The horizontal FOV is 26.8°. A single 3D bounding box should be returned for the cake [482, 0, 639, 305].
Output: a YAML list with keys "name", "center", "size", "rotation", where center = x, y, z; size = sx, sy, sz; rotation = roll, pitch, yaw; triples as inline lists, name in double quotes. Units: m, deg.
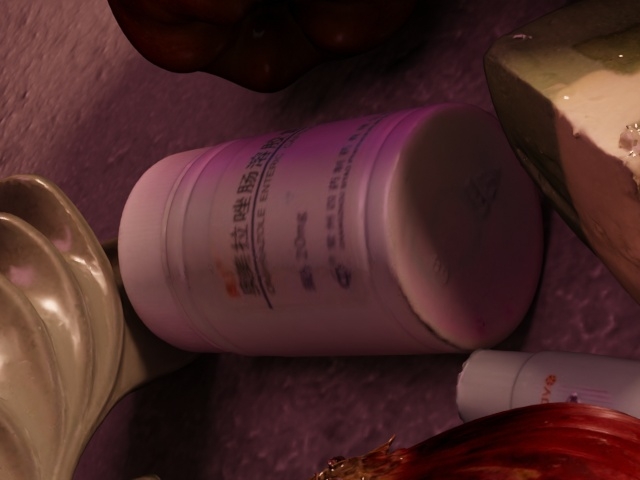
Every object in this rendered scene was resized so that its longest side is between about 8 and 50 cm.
- name: "cake"
  center: [0.227, -0.102, 0.695]
  size: [0.283, 0.172, 0.158]
  rotation: [-47, 42, 11]

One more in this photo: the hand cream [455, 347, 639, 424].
- name: "hand cream"
  center: [0.213, 0.097, 0.670]
  size: [0.331, 0.058, 0.085]
  rotation: [5, 74, 43]

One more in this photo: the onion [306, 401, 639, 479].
- name: "onion"
  center: [0.091, 0.210, 0.617]
  size: [0.273, 0.285, 0.273]
  rotation: [-38, -2, -2]

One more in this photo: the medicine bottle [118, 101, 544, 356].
- name: "medicine bottle"
  center: [0.000, 0.000, 0.876]
  size: [0.254, 0.152, 0.152]
  rotation: [-5, 62, 44]

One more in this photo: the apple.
- name: "apple"
  center: [-0.048, -0.283, 1.012]
  size: [0.288, 0.288, 0.317]
  rotation: [-17, 67, 39]

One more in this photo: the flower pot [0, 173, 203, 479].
- name: "flower pot"
  center: [-0.199, 0.134, 0.918]
  size: [0.164, 0.254, 0.367]
  rotation: [-22, 52, 36]
